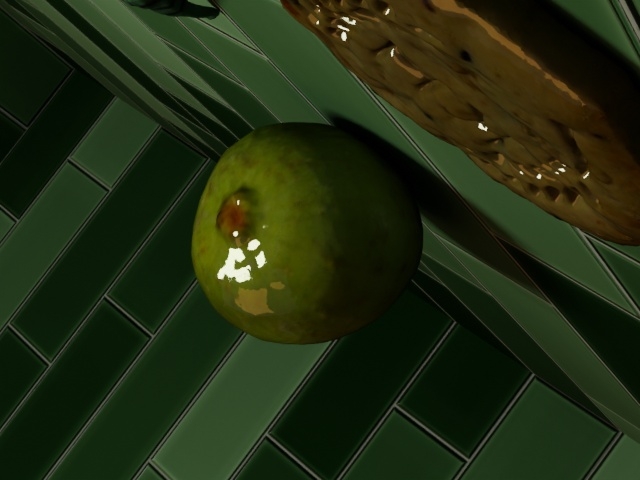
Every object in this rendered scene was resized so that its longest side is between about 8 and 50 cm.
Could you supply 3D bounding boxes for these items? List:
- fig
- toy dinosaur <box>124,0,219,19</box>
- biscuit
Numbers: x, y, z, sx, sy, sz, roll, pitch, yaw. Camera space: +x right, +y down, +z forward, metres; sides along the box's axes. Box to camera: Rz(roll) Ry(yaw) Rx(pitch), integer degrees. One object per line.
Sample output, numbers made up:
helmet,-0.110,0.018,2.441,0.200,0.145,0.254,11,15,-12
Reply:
fig,0.000,0.000,1.477,0.258,0.258,0.326,35,-172,28
toy dinosaur,-0.184,-0.266,1.205,0.120,0.079,0.292,38,180,9
biscuit,0.094,-0.107,0.842,0.359,0.046,0.359,37,177,2
